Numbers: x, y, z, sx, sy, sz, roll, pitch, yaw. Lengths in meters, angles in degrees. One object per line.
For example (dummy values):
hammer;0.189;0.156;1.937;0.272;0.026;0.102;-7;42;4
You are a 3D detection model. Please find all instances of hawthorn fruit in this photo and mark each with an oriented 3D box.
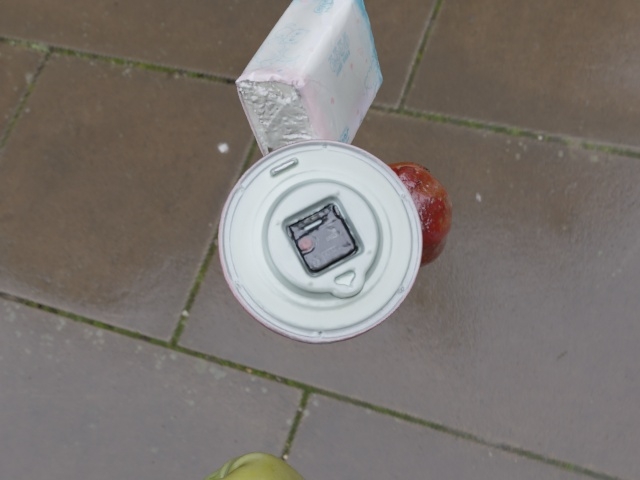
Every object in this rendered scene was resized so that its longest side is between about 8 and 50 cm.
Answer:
hawthorn fruit;0.091;-0.028;1.319;0.181;0.181;0.235;37;36;25

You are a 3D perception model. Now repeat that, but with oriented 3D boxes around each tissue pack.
tissue pack;-0.007;-0.241;1.339;0.124;0.201;0.271;2;44;27

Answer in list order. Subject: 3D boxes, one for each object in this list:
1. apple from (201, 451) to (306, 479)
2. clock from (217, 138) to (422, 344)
apple;-0.098;0.430;1.218;0.262;0.262;0.263;-5;65;11
clock;0.000;-0.001;1.035;0.244;0.056;0.245;1;82;-8
